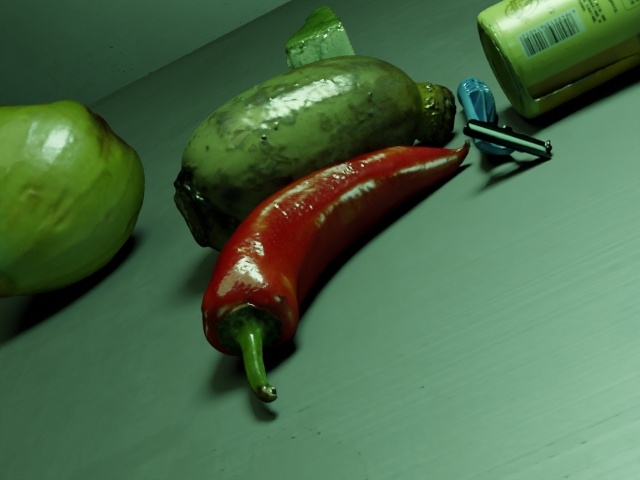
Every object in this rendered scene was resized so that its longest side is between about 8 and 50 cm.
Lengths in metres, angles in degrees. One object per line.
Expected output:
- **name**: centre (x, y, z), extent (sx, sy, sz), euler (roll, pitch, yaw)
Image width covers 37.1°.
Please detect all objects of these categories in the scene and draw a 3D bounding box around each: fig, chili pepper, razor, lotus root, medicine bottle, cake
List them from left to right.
- **fig**: centre (-0.351, -0.044, 1.172), extent (0.239, 0.239, 0.271), euler (-10, 39, 42)
- **lotus root**: centre (-0.006, -0.103, 0.984), extent (0.309, 0.173, 0.173), euler (-25, 19, -15)
- **chili pepper**: centre (-0.003, -0.003, 0.818), extent (0.137, 0.092, 0.368), euler (2, 36, 35)
- **cake**: centre (0.028, -0.313, 1.509), extent (0.099, 0.100, 0.235), euler (-17, 23, 23)
- **razor**: centre (0.163, -0.123, 0.953), extent (0.082, 0.042, 0.253), euler (15, 21, -5)
- **medicine bottle**: centre (0.280, -0.219, 0.926), extent (0.239, 0.124, 0.124), euler (-25, 20, 8)
